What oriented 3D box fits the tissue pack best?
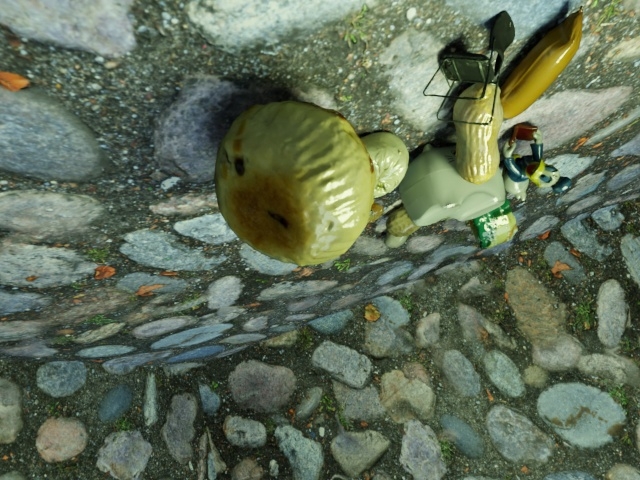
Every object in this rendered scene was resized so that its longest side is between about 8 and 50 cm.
[{"bbox_3d":[0.437,-0.193,1.437,0.332,0.236,0.229,-7,164,-28],"label":"tissue pack"}]

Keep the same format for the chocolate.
[{"bbox_3d":[0.444,-0.300,1.208,0.134,0.134,0.310,-17,128,-5],"label":"chocolate"}]

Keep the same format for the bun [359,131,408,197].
[{"bbox_3d":[0.157,-0.211,1.270,0.229,0.145,0.229,-17,162,-6],"label":"bun"}]

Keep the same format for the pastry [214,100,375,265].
[{"bbox_3d":[-0.047,-0.139,0.992,0.388,0.389,0.312,-42,-179,44],"label":"pastry"}]

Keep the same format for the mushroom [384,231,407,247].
[{"bbox_3d":[0.364,-0.048,1.907,0.116,0.093,0.225,-32,159,-35],"label":"mushroom"}]

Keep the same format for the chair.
[{"bbox_3d":[0.361,-0.412,1.019,0.145,0.221,0.140,19,179,31],"label":"chair"}]

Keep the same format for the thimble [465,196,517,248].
[{"bbox_3d":[0.729,-0.100,1.854,0.167,0.255,0.288,-21,172,11],"label":"thimble"}]

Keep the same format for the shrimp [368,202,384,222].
[{"bbox_3d":[0.186,-0.119,1.632,0.115,0.051,0.217,-27,157,2],"label":"shrimp"}]

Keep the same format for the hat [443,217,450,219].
[{"bbox_3d":[0.530,-0.123,1.818,0.165,0.081,0.122,-9,-162,24],"label":"hat"}]

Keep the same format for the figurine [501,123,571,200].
[{"bbox_3d":[0.739,-0.268,1.480,0.204,0.338,0.284,-22,125,-11],"label":"figurine"}]

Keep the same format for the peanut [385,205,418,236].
[{"bbox_3d":[0.393,-0.116,1.720,0.298,0.120,0.136,-39,175,39],"label":"peanut"}]

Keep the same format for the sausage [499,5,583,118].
[{"bbox_3d":[0.568,-0.449,1.093,0.111,0.112,0.328,-11,157,-20],"label":"sausage"}]

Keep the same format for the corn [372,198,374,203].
[{"bbox_3d":[0.061,-0.124,1.464,0.259,0.091,0.091,-14,161,-16],"label":"corn"}]
